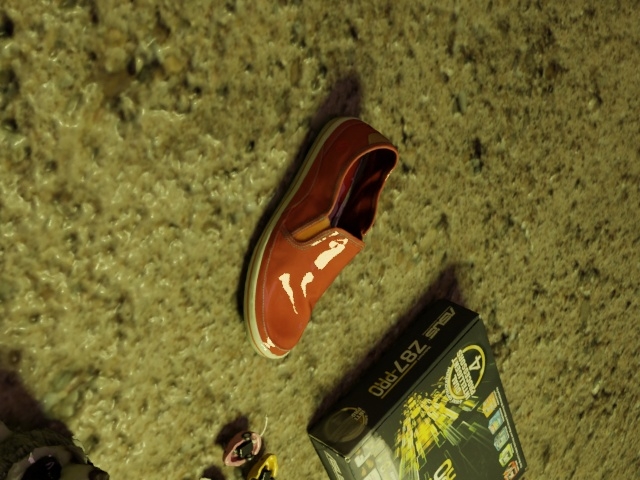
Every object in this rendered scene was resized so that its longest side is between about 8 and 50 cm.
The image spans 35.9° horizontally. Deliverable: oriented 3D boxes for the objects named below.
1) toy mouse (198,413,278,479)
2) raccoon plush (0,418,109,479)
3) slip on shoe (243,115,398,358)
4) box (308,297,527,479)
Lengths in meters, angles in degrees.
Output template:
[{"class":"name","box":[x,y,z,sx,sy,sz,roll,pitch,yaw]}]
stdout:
[{"class":"toy mouse","box":[-0.116,0.307,1.311,0.143,0.031,0.160,3,103,-46]},{"class":"raccoon plush","box":[-0.391,0.377,1.010,0.447,0.299,0.216,-26,147,2]},{"class":"slip on shoe","box":[0.000,0.000,1.261,0.123,0.101,0.331,29,85,-49]},{"class":"box","box":[0.169,0.336,1.565,0.318,0.097,0.394,-40,130,-24]}]
